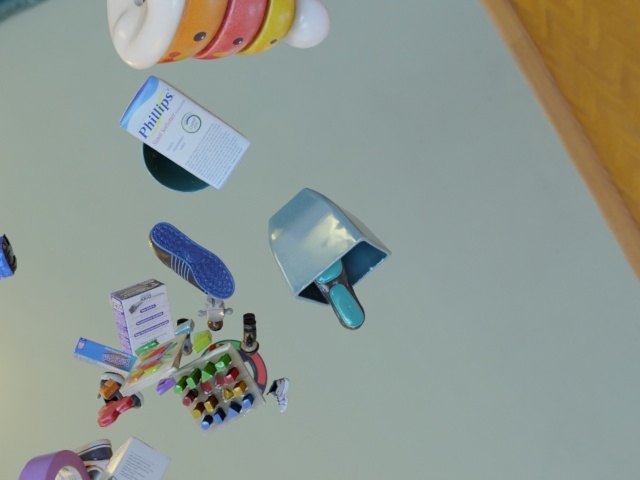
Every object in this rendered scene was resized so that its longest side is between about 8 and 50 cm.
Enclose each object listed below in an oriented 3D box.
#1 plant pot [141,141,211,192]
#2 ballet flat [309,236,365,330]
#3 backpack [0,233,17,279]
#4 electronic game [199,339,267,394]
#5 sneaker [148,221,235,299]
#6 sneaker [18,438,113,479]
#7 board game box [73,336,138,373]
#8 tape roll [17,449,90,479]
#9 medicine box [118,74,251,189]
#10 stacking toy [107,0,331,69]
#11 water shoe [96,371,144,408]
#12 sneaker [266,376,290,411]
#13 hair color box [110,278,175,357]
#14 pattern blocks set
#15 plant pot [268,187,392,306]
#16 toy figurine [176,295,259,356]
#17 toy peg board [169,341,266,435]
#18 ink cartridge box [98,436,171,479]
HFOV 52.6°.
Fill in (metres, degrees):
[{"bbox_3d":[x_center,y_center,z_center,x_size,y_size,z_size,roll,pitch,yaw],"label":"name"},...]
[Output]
[{"bbox_3d":[-0.467,-0.338,2.266,0.293,0.293,0.235,56,-178,-24],"label":"plant pot"},{"bbox_3d":[0.030,0.112,1.730,0.096,0.095,0.280,137,110,-81],"label":"ballet flat"},{"bbox_3d":[-0.848,0.057,1.691,0.120,0.101,0.098,34,146,58],"label":"backpack"},{"bbox_3d":[-0.274,0.418,2.021,0.229,0.229,0.048,56,143,13],"label":"electronic game"},{"bbox_3d":[-0.292,0.051,1.468,0.232,0.081,0.090,44,156,-4],"label":"sneaker"},{"bbox_3d":[-0.821,0.762,2.093,0.126,0.321,0.127,59,-173,-62],"label":"sneaker"},{"bbox_3d":[-0.566,0.330,1.775,0.210,0.047,0.160,22,158,-13],"label":"board game box"},{"bbox_3d":[-0.768,0.757,1.882,0.275,0.090,0.275,-13,-90,-86],"label":"tape roll"},{"bbox_3d":[-0.340,-0.281,1.660,0.289,0.149,0.263,33,-175,-15],"label":"medicine box"},{"bbox_3d":[-0.169,-0.500,1.347,0.480,0.350,0.350,1,-141,-36],"label":"stacking toy"},{"bbox_3d":[-0.531,0.415,1.698,0.203,0.073,0.080,72,-154,-53],"label":"water shoe"},{"bbox_3d":[-0.124,0.433,1.809,0.069,0.098,0.038,3,-179,-43],"label":"sneaker"},{"bbox_3d":[-0.666,0.336,2.467,0.110,0.185,0.339,17,119,44],"label":"hair color box"},{"bbox_3d":[-0.375,0.278,1.460,0.026,0.285,0.325,62,173,-16],"label":"pattern blocks set"},{"bbox_3d":[0.000,0.000,1.789,0.252,0.247,0.248,55,-168,23],"label":"plant pot"},{"bbox_3d":[-0.299,0.284,1.870,0.209,0.213,0.148,26,136,22],"label":"toy figurine"},{"bbox_3d":[-0.230,0.333,1.405,0.160,0.161,0.079,61,-174,-3],"label":"toy peg board"},{"bbox_3d":[-0.550,0.712,1.724,0.129,0.223,0.307,34,-134,-12],"label":"ink cartridge box"}]
